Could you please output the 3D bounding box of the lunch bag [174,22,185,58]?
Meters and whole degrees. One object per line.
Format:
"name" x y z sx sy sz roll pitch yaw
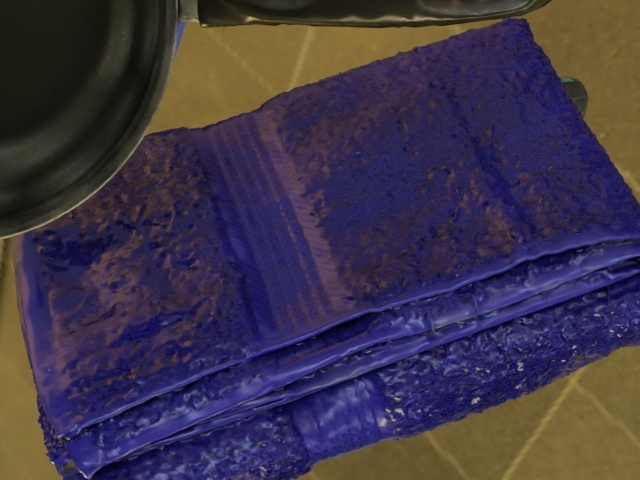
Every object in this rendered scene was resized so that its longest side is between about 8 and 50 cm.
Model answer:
"lunch bag" -0.221 -0.296 1.242 0.138 0.221 0.293 -21 61 54

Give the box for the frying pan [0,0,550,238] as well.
"frying pan" -0.094 -0.121 0.546 0.053 0.326 0.197 -84 -30 -74

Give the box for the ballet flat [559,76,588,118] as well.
"ballet flat" 0.185 -0.065 1.190 0.074 0.074 0.203 41 148 24

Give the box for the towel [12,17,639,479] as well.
"towel" 0.000 0.000 0.694 0.076 0.308 0.227 77 172 -51
